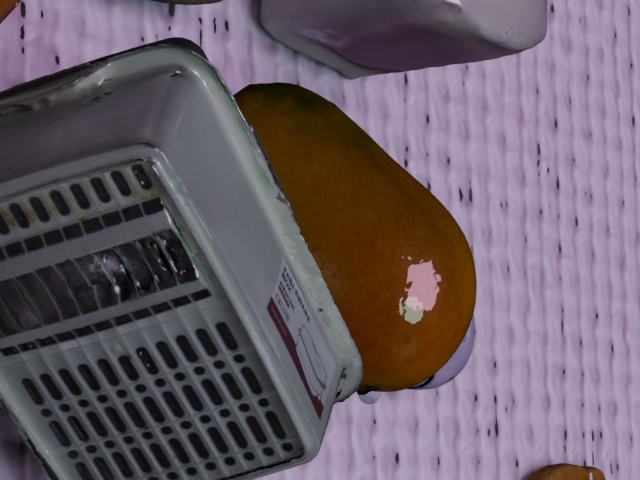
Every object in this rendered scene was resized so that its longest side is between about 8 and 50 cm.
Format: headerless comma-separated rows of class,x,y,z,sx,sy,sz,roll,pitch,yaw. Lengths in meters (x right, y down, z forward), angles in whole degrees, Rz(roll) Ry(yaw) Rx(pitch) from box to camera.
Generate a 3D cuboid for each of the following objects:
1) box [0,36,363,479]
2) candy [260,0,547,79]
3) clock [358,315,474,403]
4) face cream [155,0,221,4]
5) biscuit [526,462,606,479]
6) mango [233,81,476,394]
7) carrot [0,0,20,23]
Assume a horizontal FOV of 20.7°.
box,-0.117,0.022,1.120,0.166,0.220,0.290,-81,151,-56
candy,0.071,-0.314,1.410,0.145,0.208,0.359,19,70,-44
clock,0.055,0.080,1.420,0.176,0.080,0.117,29,62,-41
face cream,-0.147,-0.347,1.264,0.173,0.081,0.349,-3,85,-54
biscuit,0.211,0.311,1.591,0.184,0.035,0.249,41,54,-37
mango,-0.003,0.007,1.296,0.175,0.139,0.254,-44,75,-10
carrot,-0.242,-0.149,1.136,0.067,0.067,0.225,51,52,-30
